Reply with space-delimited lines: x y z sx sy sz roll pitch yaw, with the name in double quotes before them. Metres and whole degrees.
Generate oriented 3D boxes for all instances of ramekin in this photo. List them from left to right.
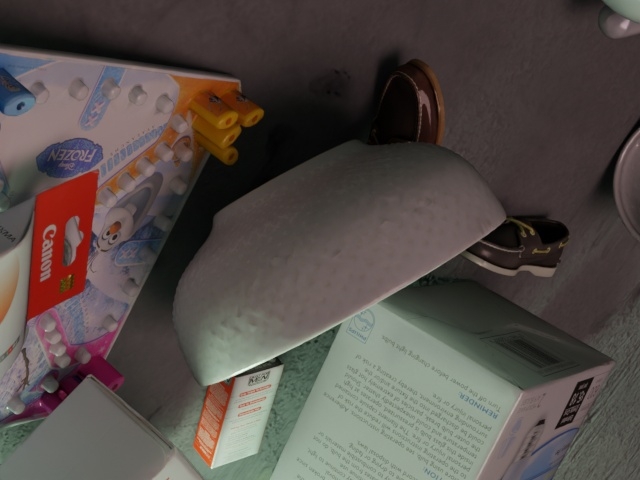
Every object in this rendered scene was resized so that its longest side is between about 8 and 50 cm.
"ramekin" 0.511 -0.073 1.664 0.109 0.207 0.207 7 118 -58

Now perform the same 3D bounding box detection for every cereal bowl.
"cereal bowl" 0.000 0.000 1.189 0.339 0.141 0.339 -28 180 0

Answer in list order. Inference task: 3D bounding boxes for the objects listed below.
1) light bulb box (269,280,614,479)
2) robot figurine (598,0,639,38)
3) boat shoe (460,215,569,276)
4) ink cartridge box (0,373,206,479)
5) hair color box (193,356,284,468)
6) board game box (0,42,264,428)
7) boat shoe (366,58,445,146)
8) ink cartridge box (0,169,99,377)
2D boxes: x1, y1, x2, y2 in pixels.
"light bulb box" 0.133 0.259 1.483 0.358 0.225 0.361 -2 119 -60
"robot figurine" 0.416 -0.334 1.320 0.353 0.200 0.300 -13 146 -38
"boat shoe" 0.245 0.000 1.565 0.228 0.081 0.068 3 118 -55
"ink cartridge box" -0.220 0.300 1.234 0.223 0.129 0.307 -47 155 -14
"hair color box" -0.096 0.192 1.425 0.072 0.043 0.141 -12 132 -39
"board game box" -0.242 0.028 1.039 0.390 0.050 0.390 -6 128 -61
"boat shoe" 0.083 -0.095 1.314 0.073 0.073 0.207 -28 139 -28
"ink cartridge box" -0.234 0.040 0.949 0.179 0.045 0.145 -30 148 -39
